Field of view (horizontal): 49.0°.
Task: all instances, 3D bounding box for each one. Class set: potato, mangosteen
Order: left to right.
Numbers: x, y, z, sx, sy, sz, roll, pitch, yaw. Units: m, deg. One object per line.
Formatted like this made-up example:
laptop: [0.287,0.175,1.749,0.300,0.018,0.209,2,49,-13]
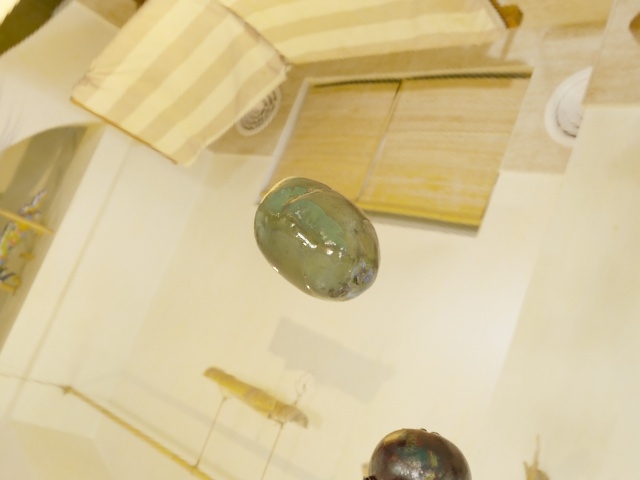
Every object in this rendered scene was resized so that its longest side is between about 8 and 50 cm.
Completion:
potato: [0.000,0.000,1.593,0.326,0.221,0.243,37,-149,26]
mangosteen: [0.197,0.551,1.525,0.231,0.289,0.231,27,155,14]
